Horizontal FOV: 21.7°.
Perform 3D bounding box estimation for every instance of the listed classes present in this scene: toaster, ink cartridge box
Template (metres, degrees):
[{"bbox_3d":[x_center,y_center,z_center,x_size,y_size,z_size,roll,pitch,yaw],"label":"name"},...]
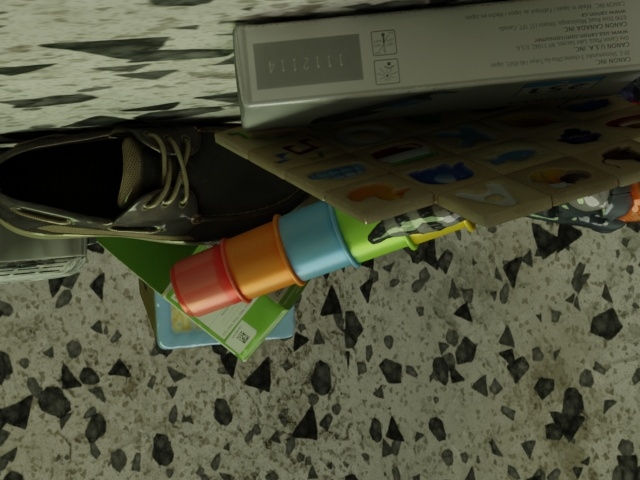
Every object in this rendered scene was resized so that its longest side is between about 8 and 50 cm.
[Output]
[{"bbox_3d":[-0.364,-0.025,1.882,0.227,0.146,0.129,-4,177,-28],"label":"toaster"},{"bbox_3d":[-0.139,0.002,2.019,0.097,0.255,0.189,-50,-178,26],"label":"ink cartridge box"},{"bbox_3d":[0.083,-0.130,1.298,0.296,0.066,0.261,-6,177,-3],"label":"ink cartridge box"}]

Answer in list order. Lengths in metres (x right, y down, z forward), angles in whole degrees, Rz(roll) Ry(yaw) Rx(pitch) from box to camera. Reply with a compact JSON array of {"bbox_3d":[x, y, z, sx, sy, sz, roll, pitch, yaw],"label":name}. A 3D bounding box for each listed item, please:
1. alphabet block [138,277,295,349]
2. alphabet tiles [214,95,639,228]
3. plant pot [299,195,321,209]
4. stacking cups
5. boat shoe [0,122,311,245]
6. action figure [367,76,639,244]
[{"bbox_3d":[-0.145,0.017,2.252,0.192,0.193,0.197,-3,-160,-11],"label":"alphabet block"},{"bbox_3d":[0.096,-0.082,1.278,0.285,0.011,0.342,-16,-155,-26],"label":"alphabet tiles"},{"bbox_3d":[-0.004,-0.076,1.924,0.237,0.109,0.237,-5,178,0],"label":"plant pot"},{"bbox_3d":[0.000,0.000,1.737,0.316,0.096,0.096,-21,174,14],"label":"stacking cups"},{"bbox_3d":[-0.179,-0.056,1.738,0.356,0.132,0.130,-7,178,2],"label":"boat shoe"},{"bbox_3d":[0.208,-0.077,1.561,0.330,0.178,0.341,4,-172,26],"label":"action figure"}]
